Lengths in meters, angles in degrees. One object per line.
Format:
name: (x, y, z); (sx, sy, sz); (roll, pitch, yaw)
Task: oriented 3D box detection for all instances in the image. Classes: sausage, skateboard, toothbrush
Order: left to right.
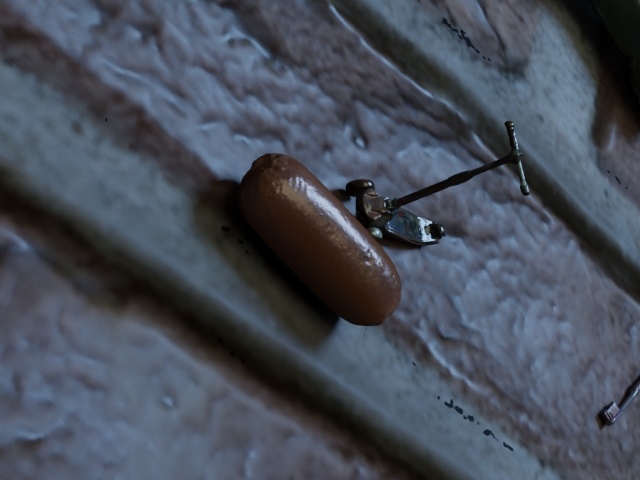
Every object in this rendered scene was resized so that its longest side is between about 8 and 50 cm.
sausage: (0.000, 0.000, 0.571); (0.083, 0.034, 0.034); (47, 42, -24)
skateboard: (0.060, -0.019, 0.613); (0.064, 0.083, 0.032); (15, 60, -48)
toothbrush: (0.170, 0.076, 0.764); (0.097, 0.006, 0.008); (-30, 93, -53)

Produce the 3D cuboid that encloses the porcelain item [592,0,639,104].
porcelain item: (0.174, -0.171, 0.841); (0.215, 0.069, 0.081); (52, 52, -22)
